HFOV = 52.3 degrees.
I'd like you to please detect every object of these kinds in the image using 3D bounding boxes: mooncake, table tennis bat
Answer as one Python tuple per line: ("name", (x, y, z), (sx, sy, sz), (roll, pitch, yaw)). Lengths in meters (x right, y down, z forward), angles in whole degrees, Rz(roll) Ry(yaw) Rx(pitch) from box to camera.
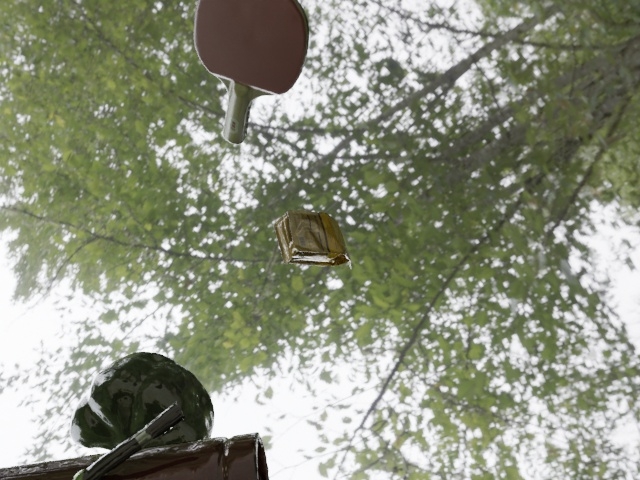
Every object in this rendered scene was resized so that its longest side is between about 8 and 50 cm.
("mooncake", (-0.227, 0.233, 0.827), (0.175, 0.168, 0.104), (1, -163, 7))
("table tennis bat", (-0.091, -0.214, 0.798), (0.138, 0.246, 0.022), (21, -130, 0))

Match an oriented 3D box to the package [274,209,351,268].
("package", (0.000, 0.000, 0.943), (0.131, 0.047, 0.071), (8, -126, -39))

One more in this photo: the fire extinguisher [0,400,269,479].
("fire extinguisher", (-0.213, 0.206, 0.502), (0.341, 0.105, 0.141), (-7, -89, -2))
